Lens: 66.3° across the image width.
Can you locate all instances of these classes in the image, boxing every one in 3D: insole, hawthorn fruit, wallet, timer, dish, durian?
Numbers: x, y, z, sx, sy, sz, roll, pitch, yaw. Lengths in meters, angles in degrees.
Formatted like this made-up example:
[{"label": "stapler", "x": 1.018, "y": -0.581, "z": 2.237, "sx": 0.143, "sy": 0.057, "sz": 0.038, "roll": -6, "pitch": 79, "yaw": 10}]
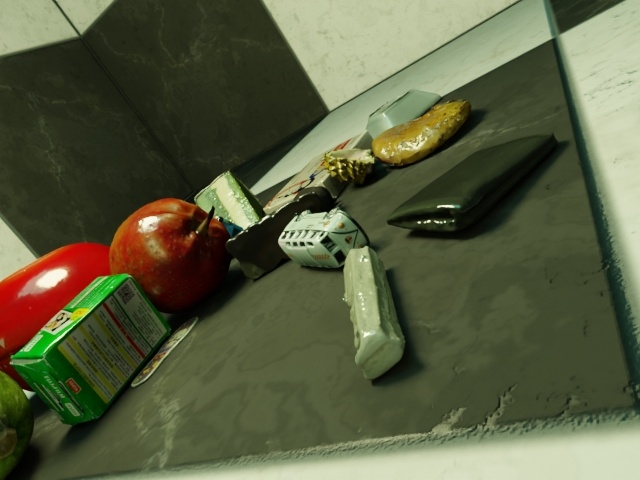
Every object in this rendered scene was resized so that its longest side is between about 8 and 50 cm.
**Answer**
[{"label": "insole", "x": -0.300, "y": 0.212, "z": 0.954, "sx": 0.065, "sy": 0.004, "sz": 0.197, "roll": -22, "pitch": 20, "yaw": 34}, {"label": "hawthorn fruit", "x": -0.304, "y": 0.009, "z": 1.057, "sx": 0.300, "sy": 0.254, "sz": 0.254, "roll": -46, "pitch": 9, "yaw": 32}, {"label": "wallet", "x": 0.230, "y": -0.089, "z": 0.745, "sx": 0.245, "sy": 0.052, "sz": 0.169, "roll": -36, "pitch": 16, "yaw": -24}, {"label": "timer", "x": -0.614, "y": 0.171, "z": 1.184, "sx": 0.378, "sy": 0.279, "sz": 0.378, "roll": -28, "pitch": 16, "yaw": 9}, {"label": "dish", "x": 0.234, "y": -0.396, "z": 1.527, "sx": 0.243, "sy": 0.080, "sz": 0.182, "roll": -43, "pitch": 19, "yaw": -25}, {"label": "durian", "x": 0.080, "y": -0.185, "z": 1.217, "sx": 0.141, "sy": 0.078, "sz": 0.224, "roll": 1, "pitch": 17, "yaw": 16}]

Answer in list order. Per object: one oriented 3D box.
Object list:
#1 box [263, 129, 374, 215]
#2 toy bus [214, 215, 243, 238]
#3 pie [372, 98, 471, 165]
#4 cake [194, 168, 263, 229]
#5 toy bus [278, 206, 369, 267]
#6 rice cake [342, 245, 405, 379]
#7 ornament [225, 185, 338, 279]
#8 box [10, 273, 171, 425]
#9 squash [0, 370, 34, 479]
[{"label": "box", "x": 0.008, "y": -0.184, "z": 1.386, "sx": 0.214, "sy": 0.069, "sz": 0.353, "roll": -21, "pitch": 23, "yaw": 37}, {"label": "toy bus", "x": -0.301, "y": 0.007, "z": 1.341, "sx": 0.185, "sy": 0.106, "sz": 0.089, "roll": -17, "pitch": 58, "yaw": 43}, {"label": "pie", "x": 0.238, "y": -0.258, "z": 1.162, "sx": 0.274, "sy": 0.069, "sz": 0.273, "roll": -26, "pitch": 20, "yaw": 10}, {"label": "cake", "x": -0.246, "y": -0.058, "z": 1.525, "sx": 0.158, "sy": 0.172, "sz": 0.283, "roll": -40, "pitch": 50, "yaw": 3}, {"label": "toy bus", "x": 0.000, "y": 0.000, "z": 0.860, "sx": 0.089, "sy": 0.087, "sz": 0.194, "roll": -48, "pitch": 21, "yaw": -20}, {"label": "rice cake", "x": 0.058, "y": 0.074, "z": 0.603, "sx": 0.057, "sy": 0.052, "sz": 0.256, "roll": -60, "pitch": 9, "yaw": 18}, {"label": "ornament", "x": -0.075, "y": -0.039, "z": 1.098, "sx": 0.251, "sy": 0.106, "sz": 0.260, "roll": -29, "pitch": 12, "yaw": 7}, {"label": "box", "x": -0.412, "y": 0.195, "z": 0.916, "sx": 0.103, "sy": 0.180, "sz": 0.250, "roll": -10, "pitch": 28, "yaw": 29}, {"label": "squash", "x": -0.649, "y": 0.313, "z": 0.824, "sx": 0.309, "sy": 0.310, "sz": 0.310, "roll": -22, "pitch": 20, "yaw": 28}]
